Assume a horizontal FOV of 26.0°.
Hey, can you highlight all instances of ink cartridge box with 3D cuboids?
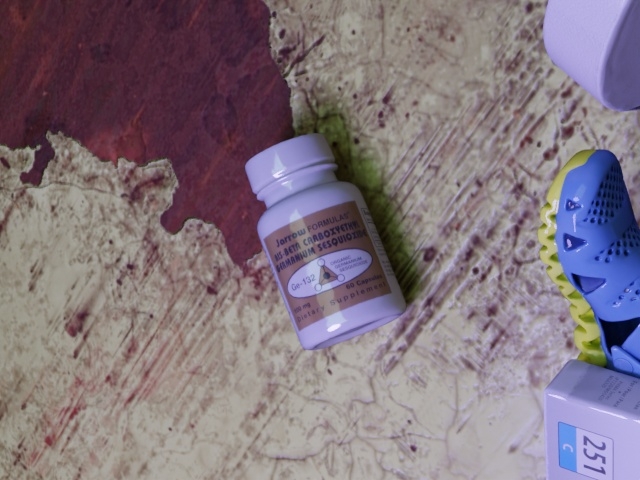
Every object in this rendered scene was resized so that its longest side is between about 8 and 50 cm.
[{"bbox_3d":[0.352,0.281,1.365,0.261,0.066,0.296,14,128,32],"label":"ink cartridge box"}]

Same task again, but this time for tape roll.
[{"bbox_3d":[0.352,-0.282,1.196,0.072,0.392,0.392,45,116,20],"label":"tape roll"}]

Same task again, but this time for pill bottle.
[{"bbox_3d":[0.000,0.000,1.599,0.131,0.131,0.229,-27,79,32],"label":"pill bottle"}]

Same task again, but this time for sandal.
[{"bbox_3d":[0.309,0.050,1.357,0.138,0.126,0.317,7,130,42],"label":"sandal"}]
